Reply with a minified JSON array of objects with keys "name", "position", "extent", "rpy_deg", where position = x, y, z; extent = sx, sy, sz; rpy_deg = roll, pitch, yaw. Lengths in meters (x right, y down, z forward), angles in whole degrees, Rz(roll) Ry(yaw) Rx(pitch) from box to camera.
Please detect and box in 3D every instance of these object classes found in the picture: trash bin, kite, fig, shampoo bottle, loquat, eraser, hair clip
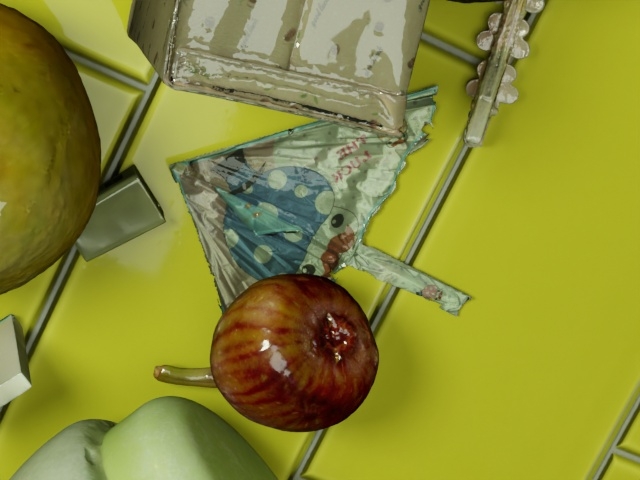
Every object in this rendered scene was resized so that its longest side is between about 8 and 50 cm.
[{"name":"trash bin","position":[-0.211,-0.025,1.659],"extent":[0.092,0.043,0.061],"rpy_deg":[-31,112,-1]},{"name":"kite","position":[0.000,0.000,1.731],"extent":[0.368,0.014,0.406],"rpy_deg":[26,99,-20]},{"name":"fig","position":[-0.046,0.123,1.685],"extent":[0.175,0.207,0.175],"rpy_deg":[15,62,-30]},{"name":"shampoo bottle","position":[-0.186,0.336,1.634],"extent":[0.317,0.322,0.322],"rpy_deg":[-38,112,11]},{"name":"loquat","position":[-0.328,-0.084,1.487],"extent":[0.276,0.284,0.276],"rpy_deg":[-2,110,-6]},{"name":"eraser","position":[-0.338,0.133,1.623],"extent":[0.104,0.150,0.023],"rpy_deg":[-32,114,-1]},{"name":"hair clip","position":[0.188,-0.198,1.693],"extent":[0.062,0.056,0.213],"rpy_deg":[16,95,-1]}]

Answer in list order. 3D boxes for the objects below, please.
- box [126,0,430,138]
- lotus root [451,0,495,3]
[{"name":"box","position":[-0.043,-0.231,1.498],"extent":[0.225,0.297,0.190],"rpy_deg":[10,102,-15]},{"name":"lotus root","position":[0.216,-0.330,1.525],"extent":[0.267,0.260,0.149],"rpy_deg":[-35,91,-1]}]
